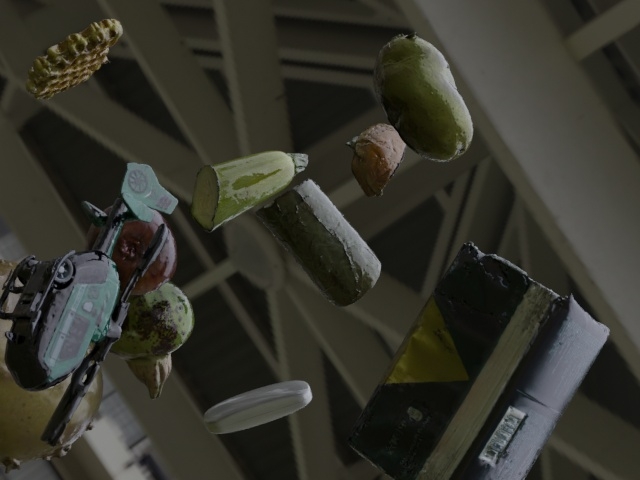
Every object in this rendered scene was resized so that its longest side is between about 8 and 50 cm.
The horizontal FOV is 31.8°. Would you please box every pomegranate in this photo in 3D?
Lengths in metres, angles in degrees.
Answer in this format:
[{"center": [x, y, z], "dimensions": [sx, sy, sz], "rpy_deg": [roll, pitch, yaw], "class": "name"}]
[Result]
[{"center": [-0.407, 0.216, 2.560], "dimensions": [0.221, 0.277, 0.204], "rpy_deg": [3, -12, 38], "class": "pomegranate"}]

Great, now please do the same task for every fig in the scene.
[{"center": [-0.351, 0.013, 2.092], "dimensions": [0.175, 0.175, 0.207], "rpy_deg": [61, -6, -9], "class": "fig"}]

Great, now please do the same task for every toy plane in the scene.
[{"center": [-0.295, 0.057, 1.416], "dimensions": [0.106, 0.382, 0.155], "rpy_deg": [-7, -37, 41], "class": "toy plane"}]

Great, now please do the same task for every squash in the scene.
[{"center": [-0.138, -0.137, 2.332], "dimensions": [0.137, 0.287, 0.137], "rpy_deg": [48, -25, 31], "class": "squash"}]

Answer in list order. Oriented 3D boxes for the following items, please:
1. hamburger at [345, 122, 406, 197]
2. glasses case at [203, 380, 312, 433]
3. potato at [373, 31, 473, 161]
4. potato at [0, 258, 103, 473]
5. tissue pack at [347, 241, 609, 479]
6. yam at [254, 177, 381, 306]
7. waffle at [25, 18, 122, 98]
[{"center": [0.108, -0.175, 2.198], "dimensions": [0.087, 0.176, 0.102], "rpy_deg": [-19, -53, 42], "class": "hamburger"}, {"center": [-0.131, 0.350, 2.372], "dimensions": [0.092, 0.233, 0.059], "rpy_deg": [-128, -157, -71], "class": "glasses case"}, {"center": [0.189, -0.256, 2.058], "dimensions": [0.248, 0.143, 0.169], "rpy_deg": [60, -2, 17], "class": "potato"}, {"center": [-0.581, 0.241, 2.202], "dimensions": [0.442, 0.319, 0.386], "rpy_deg": [-114, -140, -59], "class": "potato"}, {"center": [0.279, 0.248, 1.940], "dimensions": [0.253, 0.417, 0.264], "rpy_deg": [33, 3, 37], "class": "tissue pack"}, {"center": [0.000, 0.000, 2.619], "dimensions": [0.304, 0.168, 0.168], "rpy_deg": [50, -25, -8], "class": "yam"}, {"center": [-0.533, -0.393, 2.458], "dimensions": [0.056, 0.249, 0.253], "rpy_deg": [55, -2, 2], "class": "waffle"}]
